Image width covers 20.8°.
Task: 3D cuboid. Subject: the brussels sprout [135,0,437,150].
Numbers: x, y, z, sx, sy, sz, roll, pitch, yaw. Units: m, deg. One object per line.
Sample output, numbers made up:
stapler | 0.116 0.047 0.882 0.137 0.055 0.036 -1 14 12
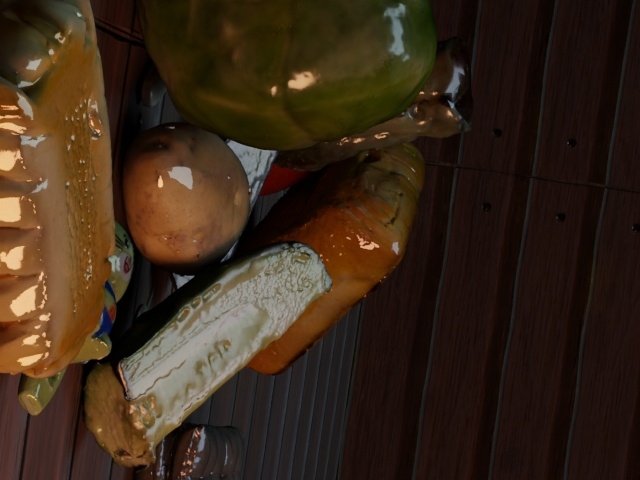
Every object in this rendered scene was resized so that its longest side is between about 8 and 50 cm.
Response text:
brussels sprout | -0.043 -0.244 1.793 0.355 0.289 0.281 -123 -160 -71

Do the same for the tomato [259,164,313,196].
tomato | -0.043 -0.166 2.348 0.233 0.139 0.200 -72 168 -48

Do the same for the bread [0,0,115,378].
bread | -0.233 -0.036 1.324 0.173 0.121 0.311 -64 160 -54

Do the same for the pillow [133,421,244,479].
pillow | -0.166 0.337 2.175 0.326 0.101 0.228 53 45 -80

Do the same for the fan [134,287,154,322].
fan | -0.204 0.090 2.001 0.060 0.003 0.080 55 44 -78

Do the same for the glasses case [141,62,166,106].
glasses case | -0.176 -0.172 1.882 0.083 0.021 0.032 -68 163 -56

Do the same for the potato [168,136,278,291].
potato | -0.145 -0.047 2.078 0.120 0.100 0.261 30 80 -40

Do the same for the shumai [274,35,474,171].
shumai | 0.052 -0.177 2.177 0.272 0.203 0.222 -38 134 -19

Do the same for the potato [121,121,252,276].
potato | -0.142 -0.051 1.872 0.235 0.128 0.161 79 18 -51

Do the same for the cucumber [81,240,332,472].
cucumber | -0.125 0.095 1.872 0.325 0.105 0.145 -39 123 -36

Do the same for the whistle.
whistle | -0.225 0.058 1.579 0.105 0.085 0.227 75 23 -46

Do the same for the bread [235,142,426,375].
bread | -0.006 -0.005 2.413 0.337 0.148 0.328 -42 -165 31
